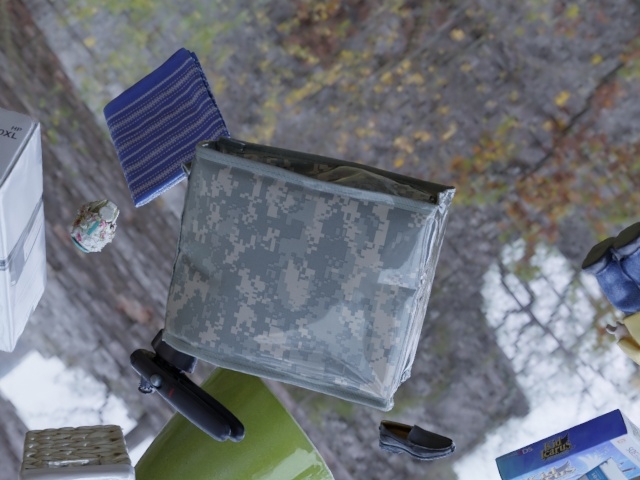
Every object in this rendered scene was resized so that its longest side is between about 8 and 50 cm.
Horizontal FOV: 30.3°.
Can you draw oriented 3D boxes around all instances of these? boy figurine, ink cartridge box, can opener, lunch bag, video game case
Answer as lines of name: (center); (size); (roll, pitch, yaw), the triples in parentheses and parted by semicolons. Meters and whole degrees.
boy figurine: (0.494, 0.111, 1.645); (0.177, 0.285, 0.092); (-37, -175, 32)
ink cartridge box: (-0.587, -0.033, 1.816); (0.395, 0.285, 0.166); (102, 3, -49)
can opener: (-0.154, 0.170, 1.334); (0.059, 0.186, 0.073); (6, 114, -44)
lunch bag: (-0.024, 0.027, 1.288); (0.169, 0.287, 0.235); (-39, 141, -73)
ink cartridge box: (0.441, 0.420, 1.968); (0.122, 0.052, 0.088); (-42, 161, 21)
video game case: (0.522, 0.447, 2.375); (0.269, 0.244, 0.061); (-27, -127, 19)

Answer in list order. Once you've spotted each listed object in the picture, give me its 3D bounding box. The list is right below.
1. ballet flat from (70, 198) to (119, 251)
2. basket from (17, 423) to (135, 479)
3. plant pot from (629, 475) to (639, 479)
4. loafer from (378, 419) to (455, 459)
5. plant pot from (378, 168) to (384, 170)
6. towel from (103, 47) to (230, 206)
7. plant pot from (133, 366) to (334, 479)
ballet flat: (-0.413, -0.036, 2.216); (0.077, 0.091, 0.241); (-48, -165, 6)
basket: (-0.247, 0.278, 1.191); (0.113, 0.167, 0.103); (-2, -156, -14)
plant pot: (0.704, 0.597, 2.716); (0.334, 0.305, 0.333); (17, 90, -83)
loafer: (0.197, 0.414, 2.463); (0.170, 0.061, 0.062); (2, -150, 23)
plant pot: (0.002, 0.006, 1.504); (0.191, 0.174, 0.191); (-7, 180, 0)
towel: (-0.324, -0.242, 2.438); (0.243, 0.040, 0.336); (-34, -134, 8)
plant pot: (-0.174, 0.375, 1.863); (0.293, 0.275, 0.275); (-37, -174, -13)
